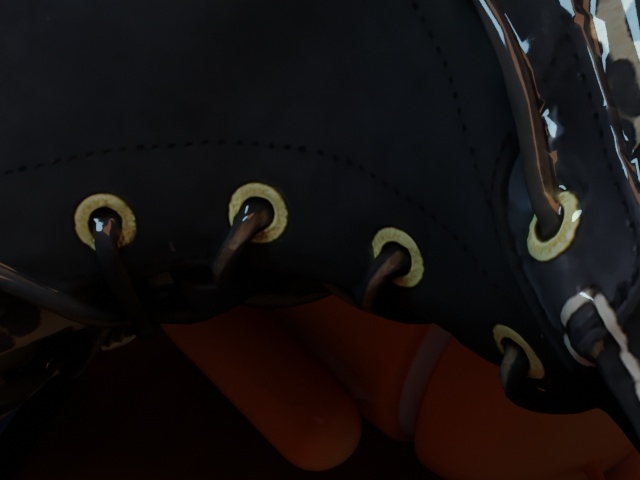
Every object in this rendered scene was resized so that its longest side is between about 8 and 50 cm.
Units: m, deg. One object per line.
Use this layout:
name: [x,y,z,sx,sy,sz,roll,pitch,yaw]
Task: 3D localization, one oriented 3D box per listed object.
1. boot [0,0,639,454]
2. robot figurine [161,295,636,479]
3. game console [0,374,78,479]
boot: [0.000,0.000,0.491,0.284,0.138,0.377,-21,72,18]
robot figurine: [0.037,-0.008,0.622,0.219,0.128,0.158,39,24,22]
game console: [-0.150,0.032,0.565,0.085,0.124,0.144,2,38,25]
